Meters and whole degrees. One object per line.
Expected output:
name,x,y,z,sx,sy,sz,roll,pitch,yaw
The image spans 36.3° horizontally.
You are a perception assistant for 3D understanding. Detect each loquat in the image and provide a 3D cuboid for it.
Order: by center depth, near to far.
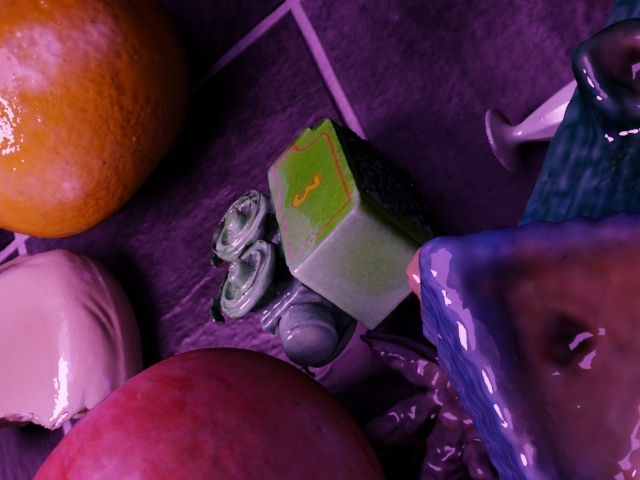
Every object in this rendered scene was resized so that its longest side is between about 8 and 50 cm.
loquat,-0.320,-0.180,1.083,0.328,0.359,0.328,-34,38,32

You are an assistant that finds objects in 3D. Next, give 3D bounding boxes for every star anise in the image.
star anise,0.131,0.127,0.830,0.236,0.093,0.229,-16,70,34

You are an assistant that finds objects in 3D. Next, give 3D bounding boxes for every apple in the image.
apple,-0.083,0.253,0.800,0.269,0.345,0.345,42,104,13

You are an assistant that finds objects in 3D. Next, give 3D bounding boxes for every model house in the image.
model house,0.238,0.012,0.592,0.343,0.334,0.382,27,82,12

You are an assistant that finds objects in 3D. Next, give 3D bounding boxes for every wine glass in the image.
wine glass,0.225,-0.114,0.841,0.155,0.073,0.073,-22,66,34

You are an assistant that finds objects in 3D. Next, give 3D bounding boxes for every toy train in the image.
toy train,0.000,0.000,0.897,0.188,0.132,0.243,-47,26,15

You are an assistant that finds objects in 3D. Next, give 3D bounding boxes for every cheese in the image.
cheese,-0.327,0.142,1.136,0.266,0.127,0.233,-21,67,32
